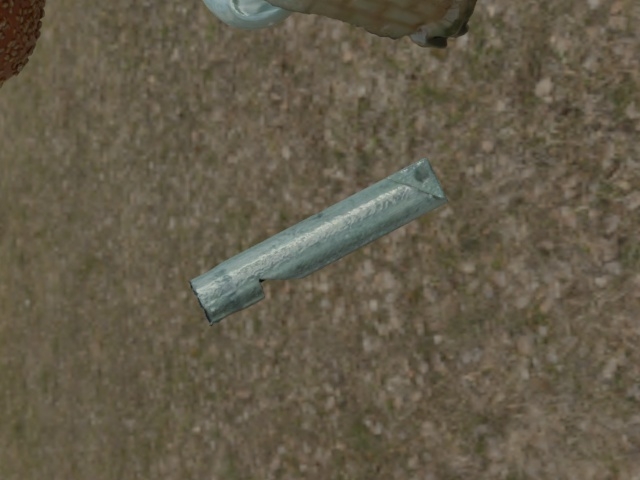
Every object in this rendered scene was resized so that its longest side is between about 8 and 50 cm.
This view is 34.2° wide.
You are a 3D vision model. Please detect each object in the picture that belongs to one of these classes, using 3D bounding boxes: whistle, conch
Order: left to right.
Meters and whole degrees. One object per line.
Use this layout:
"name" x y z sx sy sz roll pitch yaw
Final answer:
"conch" -0.084 -0.377 1.433 0.185 0.121 0.221 -37 59 29
"whistle" 0.000 0.000 1.177 0.062 0.312 0.062 59 171 16

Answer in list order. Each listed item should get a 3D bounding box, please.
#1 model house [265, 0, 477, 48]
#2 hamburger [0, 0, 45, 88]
"model house" 0.089 -0.522 1.167 0.400 0.395 0.445 139 140 -56
"hamburger" -0.367 -0.261 1.085 0.237 0.147 0.236 -163 90 -84
